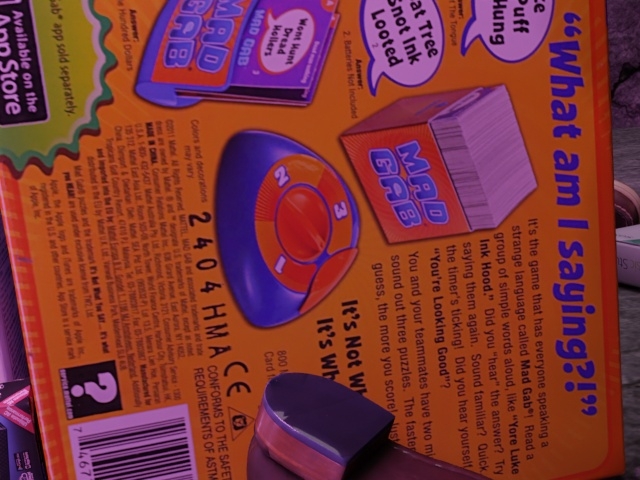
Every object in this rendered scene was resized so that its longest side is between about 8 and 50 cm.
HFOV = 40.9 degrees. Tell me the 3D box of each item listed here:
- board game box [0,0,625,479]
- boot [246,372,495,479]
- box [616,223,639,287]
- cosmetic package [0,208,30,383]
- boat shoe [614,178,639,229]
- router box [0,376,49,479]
[{"bbox_3d":[-0.031,-0.022,0.649,0.356,0.356,0.356,-8,11,-12],"label":"board game box"},{"bbox_3d":[0.046,0.167,0.428,0.219,0.106,0.082,34,28,28],"label":"boot"},{"bbox_3d":[0.508,0.008,0.982,0.322,0.058,0.232,-11,12,-21],"label":"box"},{"bbox_3d":[-0.301,0.039,0.649,0.129,0.296,0.153,-7,11,-11],"label":"cosmetic package"},{"bbox_3d":[0.253,-0.016,1.165,0.342,0.123,0.123,3,44,26],"label":"boat shoe"},{"bbox_3d":[-0.204,0.147,0.498,0.092,0.122,0.038,-9,16,-11],"label":"router box"}]
